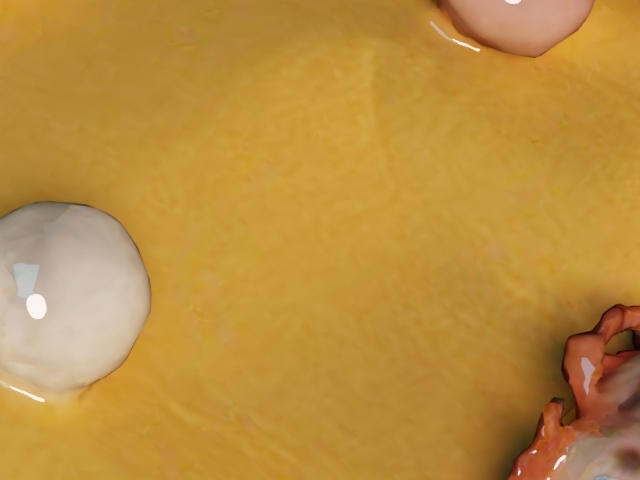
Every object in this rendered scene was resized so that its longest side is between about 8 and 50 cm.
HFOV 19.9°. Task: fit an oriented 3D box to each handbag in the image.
[{"bbox_3d":[0.000,0.000,0.416,0.283,0.133,0.401,43,56,12],"label":"handbag"}]
